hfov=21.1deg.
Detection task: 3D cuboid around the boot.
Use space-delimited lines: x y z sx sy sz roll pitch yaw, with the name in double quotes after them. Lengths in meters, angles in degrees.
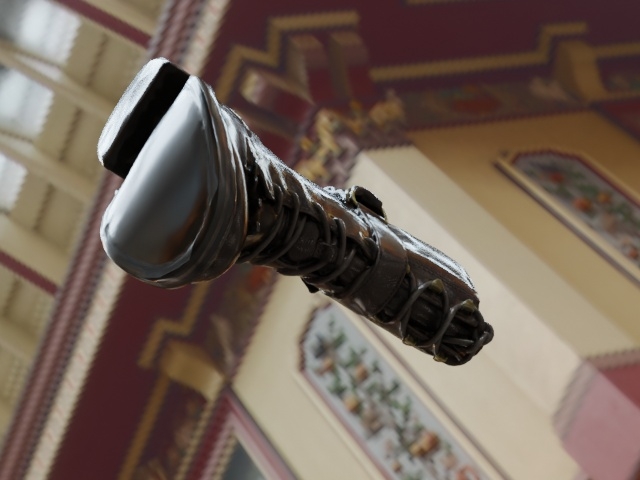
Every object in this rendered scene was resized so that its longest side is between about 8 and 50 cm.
0.000 0.000 0.914 0.229 0.263 0.091 32 -78 -19 "boot"
